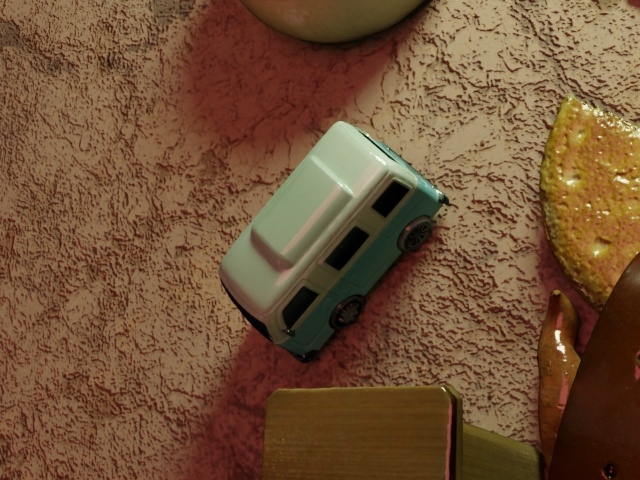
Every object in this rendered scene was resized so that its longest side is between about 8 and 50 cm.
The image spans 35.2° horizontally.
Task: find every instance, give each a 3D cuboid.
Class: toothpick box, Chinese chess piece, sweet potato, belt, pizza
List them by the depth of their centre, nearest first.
[{"bbox_3d":[0.322,0.163,0.922,0.122,0.217,0.338,16,86,40],"label":"belt"},{"bbox_3d":[0.099,0.254,0.964,0.190,0.308,0.187,-7,70,30],"label":"toothpick box"},{"bbox_3d":[0.255,0.154,1.058,0.058,0.055,0.202,-6,72,30],"label":"sweet potato"},{"bbox_3d":[0.334,-0.040,1.075,0.197,0.058,0.292,-23,65,21],"label":"pizza"},{"bbox_3d":[0.024,-0.426,1.337,0.338,0.140,0.337,-10,70,28],"label":"Chinese chess piece"}]

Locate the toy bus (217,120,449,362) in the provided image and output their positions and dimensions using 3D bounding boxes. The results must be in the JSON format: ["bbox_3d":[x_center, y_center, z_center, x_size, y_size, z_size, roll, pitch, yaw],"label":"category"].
[{"bbox_3d":[0.000,0.000,1.193,0.271,0.165,0.133,-50,57,7],"label":"toy bus"}]
